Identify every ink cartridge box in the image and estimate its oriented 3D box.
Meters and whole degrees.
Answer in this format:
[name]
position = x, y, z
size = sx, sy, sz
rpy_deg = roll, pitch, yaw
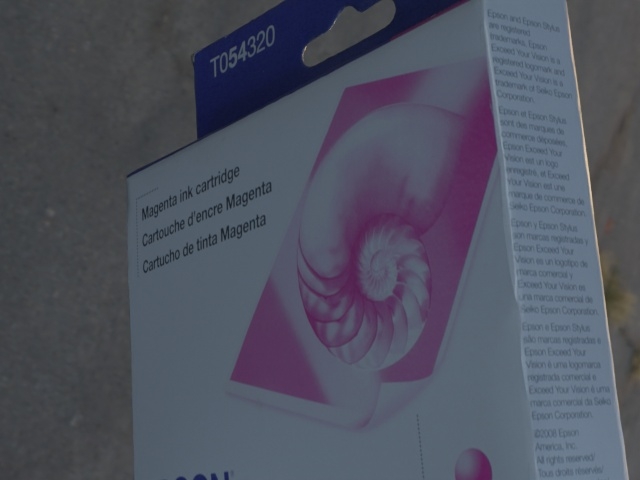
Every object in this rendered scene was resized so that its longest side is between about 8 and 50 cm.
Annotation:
[ink cartridge box]
position = 0.000, 0.000, 0.667
size = 0.071, 0.324, 0.330
rpy_deg = 4, 74, -37
